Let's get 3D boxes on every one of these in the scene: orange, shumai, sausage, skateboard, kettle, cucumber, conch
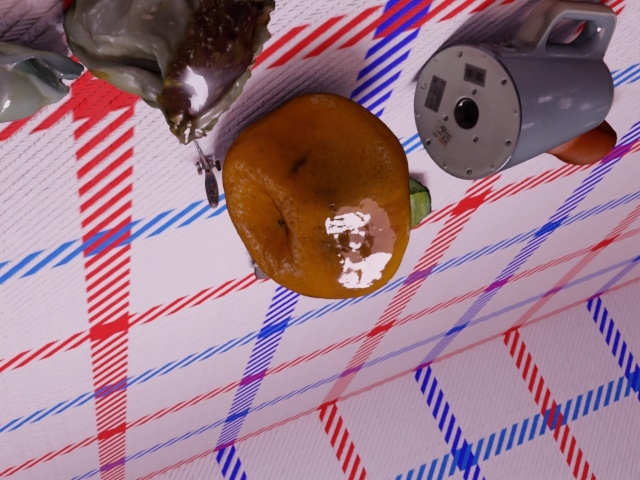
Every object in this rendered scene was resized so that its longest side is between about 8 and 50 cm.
[{"bbox_3d":[0.015,-0.050,1.137,0.183,0.249,0.249,-34,168,-29],"label":"orange"},{"bbox_3d":[-0.104,-0.151,0.822,0.184,0.142,0.184,-21,158,-9],"label":"shumai"},{"bbox_3d":[0.367,-0.169,1.477,0.089,0.083,0.300,-37,156,24],"label":"sausage"},{"bbox_3d":[-0.132,-0.081,1.113,0.032,0.064,0.083,-12,152,3],"label":"skateboard"},{"bbox_3d":[0.259,-0.198,1.208,0.243,0.160,0.211,-18,132,-40],"label":"kettle"},{"bbox_3d":[0.137,-0.061,1.532,0.070,0.046,0.220,-28,163,1],"label":"cucumber"},{"bbox_3d":[-0.248,-0.137,0.797,0.088,0.065,0.180,-33,174,23],"label":"conch"}]

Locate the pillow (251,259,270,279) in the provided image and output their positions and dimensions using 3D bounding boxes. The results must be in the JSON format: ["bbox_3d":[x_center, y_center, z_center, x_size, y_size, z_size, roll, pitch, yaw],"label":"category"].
[{"bbox_3d":[0.000,0.000,1.526,0.232,0.038,0.131,-24,159,-6],"label":"pillow"}]
